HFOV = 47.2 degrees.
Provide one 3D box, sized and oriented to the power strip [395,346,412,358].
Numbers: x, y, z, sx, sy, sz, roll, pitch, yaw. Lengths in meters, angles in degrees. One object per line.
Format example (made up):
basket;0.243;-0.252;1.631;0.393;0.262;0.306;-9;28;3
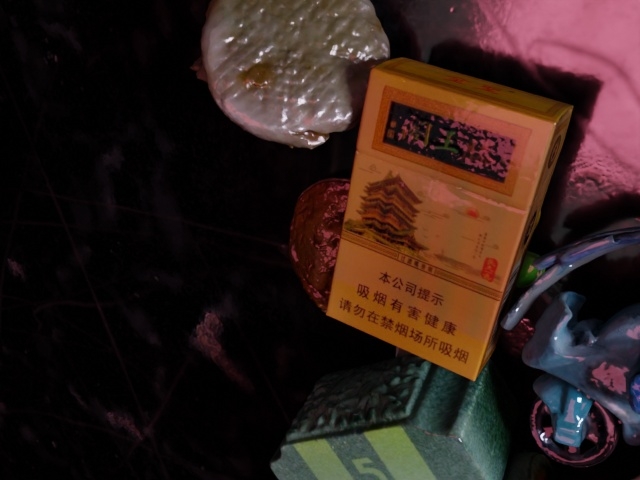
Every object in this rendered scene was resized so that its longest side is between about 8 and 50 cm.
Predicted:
power strip;0.110;0.095;0.834;0.048;0.030;0.191;10;115;30

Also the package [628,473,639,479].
package;0.348;0.231;0.649;0.251;0.204;0.062;-39;43;41

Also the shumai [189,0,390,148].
shumai;-0.033;-0.178;0.751;0.201;0.201;0.120;50;169;4

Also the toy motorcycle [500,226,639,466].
toy motorcycle;0.291;0.088;0.647;0.260;0.154;0.206;-20;89;30

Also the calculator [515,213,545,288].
calculator;0.140;-0.046;0.753;0.146;0.032;0.234;-39;86;37

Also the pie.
pie;-0.001;-0.002;0.862;0.088;0.033;0.191;34;125;20

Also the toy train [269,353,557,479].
toy train;0.098;0.253;0.812;0.299;0.167;0.238;-23;108;36

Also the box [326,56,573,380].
box;0.114;-0.020;0.713;0.174;0.076;0.274;22;120;21
